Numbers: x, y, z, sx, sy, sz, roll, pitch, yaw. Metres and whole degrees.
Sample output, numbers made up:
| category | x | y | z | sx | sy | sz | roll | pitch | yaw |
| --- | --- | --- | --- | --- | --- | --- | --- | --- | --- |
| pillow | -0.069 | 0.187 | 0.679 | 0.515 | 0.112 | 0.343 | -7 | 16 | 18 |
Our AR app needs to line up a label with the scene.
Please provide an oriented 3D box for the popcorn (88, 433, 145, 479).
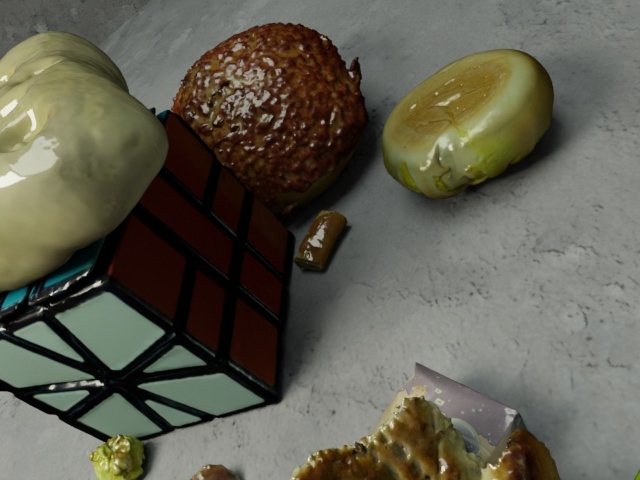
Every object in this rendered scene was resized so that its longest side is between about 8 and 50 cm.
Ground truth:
| category | x | y | z | sx | sy | sz | roll | pitch | yaw |
| --- | --- | --- | --- | --- | --- | --- | --- | --- | --- |
| popcorn | -0.257 | 0.275 | 0.766 | 0.083 | 0.059 | 0.068 | 0 | 54 | 52 |

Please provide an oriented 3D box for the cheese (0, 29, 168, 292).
| category | x | y | z | sx | sy | sz | roll | pitch | yaw |
| --- | --- | --- | --- | --- | --- | --- | --- | --- | --- |
| cheese | -0.256 | -0.110 | 0.612 | 0.328 | 0.129 | 0.351 | -10 | 50 | 39 |

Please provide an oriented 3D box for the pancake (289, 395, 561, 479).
| category | x | y | z | sx | sy | sz | roll | pitch | yaw |
| --- | --- | --- | --- | --- | --- | --- | --- | --- | --- |
| pancake | 0.090 | 0.239 | 0.422 | 0.212 | 0.056 | 0.257 | -18 | 79 | -9 |

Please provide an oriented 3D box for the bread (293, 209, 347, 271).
| category | x | y | z | sx | sy | sz | roll | pitch | yaw |
| --- | --- | --- | --- | --- | --- | --- | --- | --- | --- |
| bread | 0.000 | 0.000 | 0.819 | 0.047 | 0.036 | 0.083 | 10 | 63 | 42 |

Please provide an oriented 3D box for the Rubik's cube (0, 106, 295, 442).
| category | x | y | z | sx | sy | sz | roll | pitch | yaw |
| --- | --- | --- | --- | --- | --- | --- | --- | --- | --- |
| Rubik's cube | -0.229 | 0.055 | 0.769 | 0.288 | 0.293 | 0.283 | -20 | 41 | 25 |

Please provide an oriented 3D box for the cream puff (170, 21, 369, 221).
| category | x | y | z | sx | sy | sz | roll | pitch | yaw |
| --- | --- | --- | --- | --- | --- | --- | --- | --- | --- |
| cream puff | -0.094 | -0.192 | 0.933 | 0.350 | 0.228 | 0.350 | -22 | 44 | 22 |

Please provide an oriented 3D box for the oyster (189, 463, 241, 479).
| category | x | y | z | sx | sy | sz | roll | pitch | yaw |
| --- | --- | --- | --- | --- | --- | --- | --- | --- | --- |
| oyster | -0.161 | 0.332 | 0.598 | 0.271 | 0.100 | 0.275 | -38 | 31 | -19 |

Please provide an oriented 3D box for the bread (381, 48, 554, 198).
| category | x | y | z | sx | sy | sz | roll | pitch | yaw |
| --- | --- | --- | --- | --- | --- | --- | --- | --- | --- |
| bread | 0.175 | -0.138 | 0.739 | 0.213 | 0.105 | 0.213 | -27 | 39 | 25 |

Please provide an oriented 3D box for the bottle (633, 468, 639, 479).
| category | x | y | z | sx | sy | sz | roll | pitch | yaw |
| --- | --- | --- | --- | --- | --- | --- | --- | --- | --- |
| bottle | 0.159 | 0.293 | 0.353 | 0.093 | 0.093 | 0.330 | 21 | 70 | 49 |

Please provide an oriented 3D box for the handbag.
| category | x | y | z | sx | sy | sz | roll | pitch | yaw |
| --- | --- | --- | --- | --- | --- | --- | --- | --- | --- |
| handbag | 0.084 | 0.198 | 0.510 | 0.117 | 0.095 | 0.173 | 18 | 64 | 47 |
